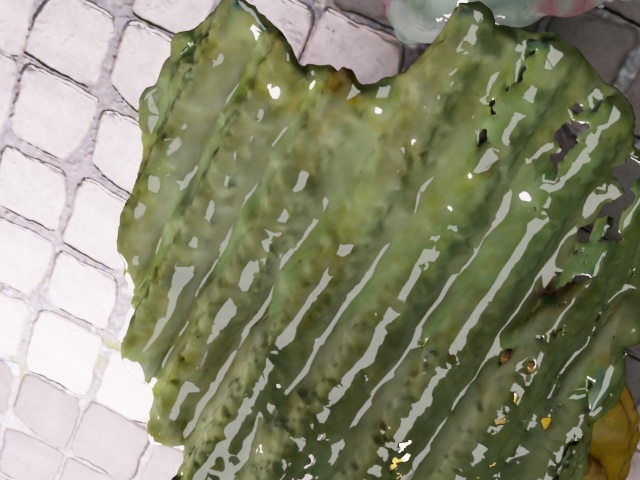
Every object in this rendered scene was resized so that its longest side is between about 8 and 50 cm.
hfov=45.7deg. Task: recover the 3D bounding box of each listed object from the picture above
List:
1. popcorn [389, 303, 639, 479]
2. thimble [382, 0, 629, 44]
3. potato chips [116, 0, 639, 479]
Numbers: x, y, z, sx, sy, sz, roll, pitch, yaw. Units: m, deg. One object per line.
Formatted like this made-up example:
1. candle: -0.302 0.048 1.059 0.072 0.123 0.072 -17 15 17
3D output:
1. popcorn: 0.146 0.149 0.638 0.250 0.190 0.250 5 117 9
2. thimble: 0.121 -0.219 0.514 0.211 0.185 0.149 4 114 49
3. potato chips: 0.019 0.046 0.503 0.373 0.097 0.389 9 97 16
